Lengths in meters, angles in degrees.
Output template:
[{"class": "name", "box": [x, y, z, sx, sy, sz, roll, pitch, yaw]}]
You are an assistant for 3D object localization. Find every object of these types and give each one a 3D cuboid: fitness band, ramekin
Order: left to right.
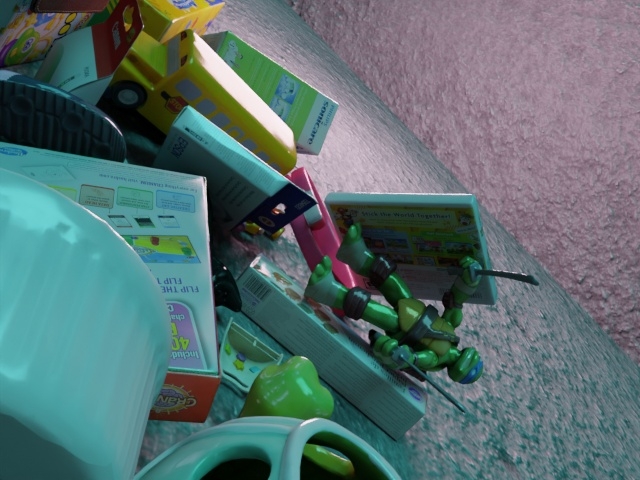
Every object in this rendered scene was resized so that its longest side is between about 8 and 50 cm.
[{"class": "ramekin", "box": [-0.232, 0.098, 0.426, 0.277, 0.277, 0.135, 31, 30, -26]}, {"class": "fitness band", "box": [0.000, 0.000, 1.227, 0.291, 0.054, 0.209, -108, 173, -51]}]

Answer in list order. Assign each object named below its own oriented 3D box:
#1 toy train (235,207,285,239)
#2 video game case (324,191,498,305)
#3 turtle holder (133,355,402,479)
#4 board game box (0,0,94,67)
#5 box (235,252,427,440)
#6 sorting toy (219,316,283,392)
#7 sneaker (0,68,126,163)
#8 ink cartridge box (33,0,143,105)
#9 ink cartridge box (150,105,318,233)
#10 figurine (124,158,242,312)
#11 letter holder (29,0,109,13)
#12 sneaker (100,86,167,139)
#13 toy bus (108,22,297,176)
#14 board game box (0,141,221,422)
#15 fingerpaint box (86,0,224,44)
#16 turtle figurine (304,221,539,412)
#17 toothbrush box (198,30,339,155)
[{"class": "toy train", "box": [-0.122, -0.062, 1.251, 0.166, 0.046, 0.125, 18, 31, -46]}, {"class": "video game case", "box": [0.137, 0.013, 1.087, 0.026, 0.226, 0.206, -62, 142, -38]}, {"class": "turtle holder", "box": [-0.033, 0.242, 0.538, 0.243, 0.227, 0.320, 45, 21, 10]}, {"class": "board game box", "box": [-0.470, -0.369, 1.111, 0.144, 0.142, 0.275, 41, 21, -6]}, {"class": "box", "box": [0.011, 0.150, 1.036, 0.324, 0.067, 0.063, 40, 20, -3]}, {"class": "sorting toy", "box": [-0.096, 0.149, 0.886, 0.083, 0.045, 0.075, 38, 28, -11]}, {"class": "sneaker", "box": [-0.379, -0.163, 0.836, 0.318, 0.112, 0.131, 18, 23, -22]}, {"class": "ink cartridge box", "box": [-0.328, -0.246, 0.997, 0.056, 0.225, 0.181, 23, 27, -34]}, {"class": "ink cartridge box", "box": [-0.137, -0.079, 1.072, 0.224, 0.045, 0.223, 35, -22, -10]}, {"class": "figurine", "box": [-0.209, -0.002, 0.930, 0.214, 0.092, 0.209, 15, 37, -48]}, {"class": "letter holder", "box": [-0.308, -0.462, 0.953, 0.152, 0.302, 0.214, 42, 21, -6]}, {"class": "sneaker", "box": [-0.265, -0.245, 1.258, 0.340, 0.125, 0.139, 33, 3, -42]}, {"class": "toy bus", "box": [-0.185, -0.209, 1.135, 0.332, 0.130, 0.108, 41, 31, -43]}, {"class": "board game box", "box": [-0.230, 0.027, 0.713, 0.242, 0.064, 0.317, 9, 35, -18]}, {"class": "fingerpaint box", "box": [-0.425, -0.527, 1.479, 0.371, 0.163, 0.445, 38, 21, -9]}, {"class": "turtle figurine", "box": [0.128, 0.076, 0.983, 0.266, 0.198, 0.275, 34, -6, 11]}, {"class": "toothbrush box", "box": [-0.141, -0.283, 1.439, 0.283, 0.122, 0.206, 25, -6, -36]}]
